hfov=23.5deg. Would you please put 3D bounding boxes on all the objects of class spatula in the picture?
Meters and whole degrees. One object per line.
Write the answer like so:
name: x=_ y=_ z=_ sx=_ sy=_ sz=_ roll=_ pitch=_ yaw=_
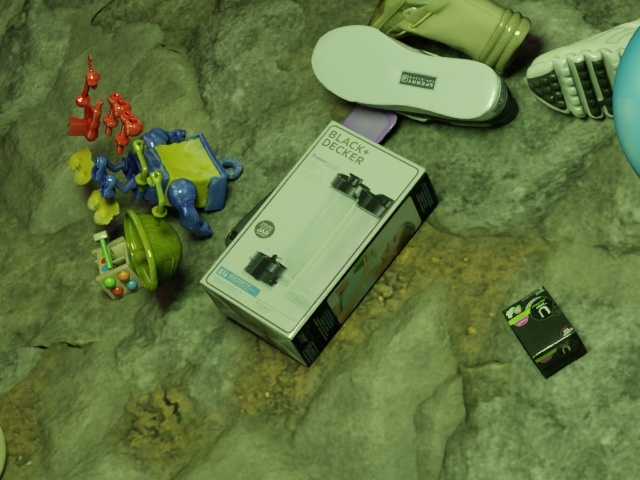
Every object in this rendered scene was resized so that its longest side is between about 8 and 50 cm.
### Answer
spatula: x=-0.020 y=-0.090 z=2.151 sx=0.296 sy=0.030 sz=0.084 roll=-39 pitch=46 yaw=-4

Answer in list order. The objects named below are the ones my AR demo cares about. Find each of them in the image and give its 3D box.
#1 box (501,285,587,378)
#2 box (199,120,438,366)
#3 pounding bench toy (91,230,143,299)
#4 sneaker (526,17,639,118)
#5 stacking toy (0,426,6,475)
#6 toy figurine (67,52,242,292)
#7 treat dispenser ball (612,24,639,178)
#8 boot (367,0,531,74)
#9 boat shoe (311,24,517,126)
box: x=0.266 y=0.108 z=1.829 sx=0.062 sy=0.052 sz=0.083 roll=-33 pitch=47 yaw=3
box: x=0.000 y=0.000 z=2.016 sx=0.169 sy=0.087 sz=0.290 roll=31 pitch=73 yaw=31
pounding bench toy: x=-0.292 y=0.033 z=2.167 sx=0.052 sy=0.083 sz=0.065 roll=-24 pitch=47 yaw=10
sneaker: x=0.412 y=-0.240 z=1.994 sx=0.292 sy=0.110 sz=0.118 roll=-9 pitch=44 yaw=12
stacking toy: x=-0.584 y=0.268 z=2.128 sx=0.330 sy=0.141 sz=0.141 roll=10 pitch=61 yaw=42
toy figurine: x=-0.194 y=-0.099 z=2.153 sx=0.217 sy=0.191 sz=0.362 roll=-3 pitch=39 yaw=-28
treat dispenser ball: x=0.479 y=-0.159 z=1.759 sx=0.288 sy=0.288 sz=0.288 roll=-15 pitch=50 yaw=18
boot: x=0.178 y=-0.297 z=2.146 sx=0.203 sy=0.262 sz=0.095 roll=27 pitch=77 yaw=-3
boat shoe: x=0.130 y=-0.219 z=2.121 sx=0.301 sy=0.102 sz=0.108 roll=15 pitch=85 yaw=30
